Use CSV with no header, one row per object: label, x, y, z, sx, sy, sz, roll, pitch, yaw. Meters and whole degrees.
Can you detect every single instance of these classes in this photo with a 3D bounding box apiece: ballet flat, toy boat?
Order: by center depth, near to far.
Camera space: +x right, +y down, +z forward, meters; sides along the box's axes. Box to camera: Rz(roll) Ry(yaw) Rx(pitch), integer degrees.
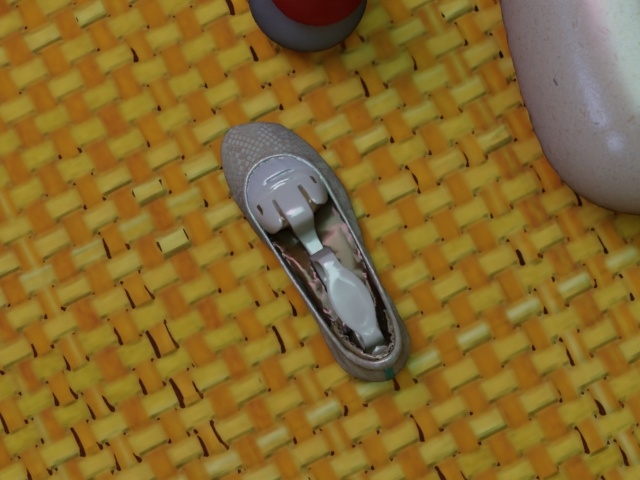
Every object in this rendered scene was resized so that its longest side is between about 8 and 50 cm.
toy boat,0.122,-0.144,0.965,0.318,0.148,0.267,-1,86,-6
ballet flat,0.000,0.000,0.978,0.057,0.052,0.168,-33,81,-3
